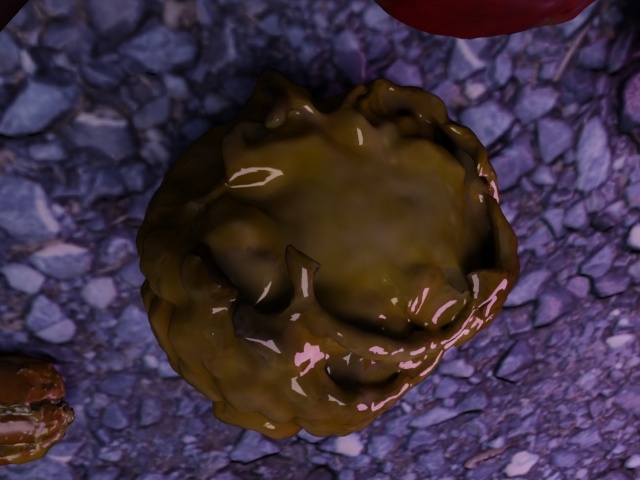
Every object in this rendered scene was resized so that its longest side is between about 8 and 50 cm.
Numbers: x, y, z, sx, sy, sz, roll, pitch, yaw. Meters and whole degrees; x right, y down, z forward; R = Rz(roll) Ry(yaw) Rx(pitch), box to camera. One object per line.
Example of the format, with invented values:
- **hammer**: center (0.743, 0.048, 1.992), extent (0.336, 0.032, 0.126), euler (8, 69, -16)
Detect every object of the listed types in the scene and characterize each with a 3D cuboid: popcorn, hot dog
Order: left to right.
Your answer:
- **hot dog**: center (-0.332, 0.137, 0.585), extent (0.269, 0.072, 0.115), euler (-1, 116, -12)
- **popcorn**: center (0.000, 0.000, 0.487), extent (0.250, 0.250, 0.190), euler (0, 140, -14)

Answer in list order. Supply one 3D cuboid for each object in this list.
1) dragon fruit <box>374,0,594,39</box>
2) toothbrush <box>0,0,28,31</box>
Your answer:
- **dragon fruit**: center (0.092, -0.196, 0.408), extent (0.210, 0.172, 0.172), euler (-16, 126, 9)
- **toothbrush**: center (-0.193, -0.150, 0.440), extent (0.364, 0.041, 0.041), euler (-41, 123, 15)
